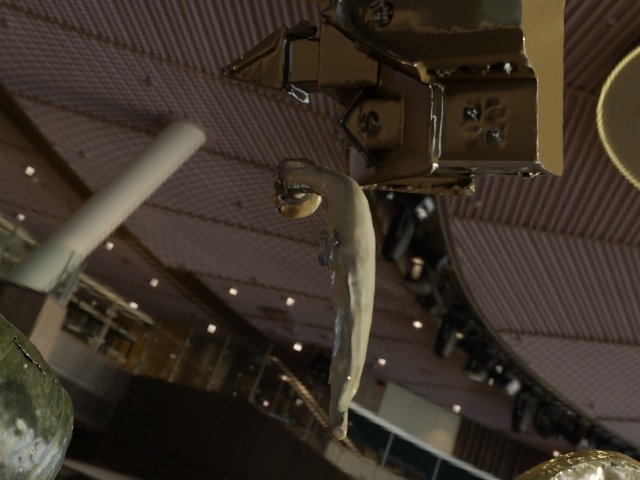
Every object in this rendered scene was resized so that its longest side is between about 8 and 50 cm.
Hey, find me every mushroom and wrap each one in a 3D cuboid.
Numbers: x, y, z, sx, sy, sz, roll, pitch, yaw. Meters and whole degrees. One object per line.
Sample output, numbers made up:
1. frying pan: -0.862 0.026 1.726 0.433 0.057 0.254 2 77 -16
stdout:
1. mushroom: 0.003 0.000 0.489 0.043 0.068 0.306 -5 20 -5

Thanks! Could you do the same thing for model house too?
1. model house: 0.031 -0.127 0.606 0.248 0.181 0.176 -1 -5 23

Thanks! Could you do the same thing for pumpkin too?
1. pumpkin: -0.479 0.219 1.123 0.291 0.257 0.328 2 -56 32

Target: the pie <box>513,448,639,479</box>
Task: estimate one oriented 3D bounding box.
1. pie: 0.277 0.390 0.940 0.337 0.337 0.075 26 -13 -10
